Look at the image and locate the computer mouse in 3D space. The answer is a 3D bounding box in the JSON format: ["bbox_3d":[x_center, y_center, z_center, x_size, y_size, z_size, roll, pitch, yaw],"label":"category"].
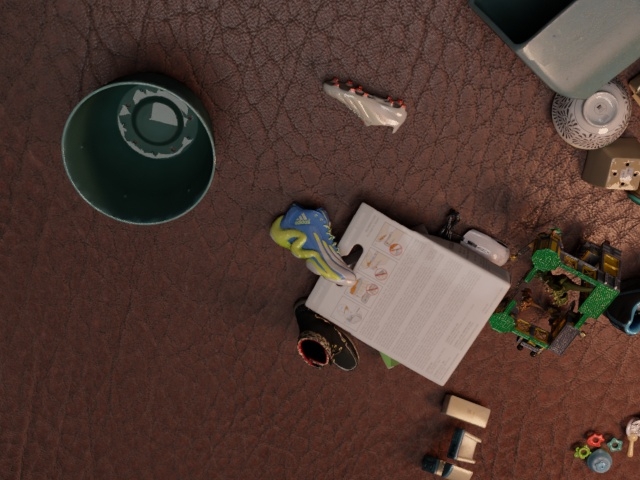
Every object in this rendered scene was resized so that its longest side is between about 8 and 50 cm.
[{"bbox_3d":[0.368,0.010,1.812,0.193,0.042,0.106,23,102,-14],"label":"computer mouse"}]

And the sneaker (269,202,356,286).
[{"bbox_3d":[0.000,0.000,1.738,0.240,0.091,0.126,34,100,14],"label":"sneaker"}]

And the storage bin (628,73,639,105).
[{"bbox_3d":[0.846,-0.311,1.634,0.262,0.123,0.260,-40,111,16],"label":"storage bin"}]

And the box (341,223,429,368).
[{"bbox_3d":[0.206,0.141,1.870,0.232,0.058,0.322,-23,113,9],"label":"box"}]

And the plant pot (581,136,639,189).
[{"bbox_3d":[0.661,-0.165,1.713,0.109,0.096,0.108,3,116,-3],"label":"plant pot"}]

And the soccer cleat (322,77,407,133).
[{"bbox_3d":[0.092,-0.287,1.653,0.196,0.068,0.076,17,117,-13],"label":"soccer cleat"}]

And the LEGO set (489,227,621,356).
[{"bbox_3d":[0.557,0.100,1.820,0.255,0.192,0.331,20,129,9],"label":"LEGO set"}]

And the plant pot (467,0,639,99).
[{"bbox_3d":[0.490,-0.426,1.511,0.248,0.247,0.252,-40,129,16],"label":"plant pot"}]

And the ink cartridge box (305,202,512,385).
[{"bbox_3d":[0.201,0.119,1.802,0.385,0.091,0.308,30,112,4],"label":"ink cartridge box"}]

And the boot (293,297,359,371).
[{"bbox_3d":[0.015,0.267,1.854,0.085,0.178,0.236,-33,112,13],"label":"boot"}]

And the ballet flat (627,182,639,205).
[{"bbox_3d":[0.864,-0.051,1.734,0.342,0.116,0.124,39,101,8],"label":"ballet flat"}]

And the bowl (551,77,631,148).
[{"bbox_3d":[0.587,-0.278,1.637,0.170,0.080,0.170,1,98,5],"label":"bowl"}]

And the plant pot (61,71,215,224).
[{"bbox_3d":[-0.354,-0.213,1.578,0.293,0.235,0.292,-1,116,-2],"label":"plant pot"}]

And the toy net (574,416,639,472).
[{"bbox_3d":[0.810,0.540,2.095,0.122,0.045,0.232,45,105,-5],"label":"toy net"}]

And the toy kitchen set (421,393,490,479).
[{"bbox_3d":[0.337,0.527,2.060,0.122,0.166,0.207,23,76,-13],"label":"toy kitchen set"}]

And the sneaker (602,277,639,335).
[{"bbox_3d":[0.846,0.115,1.832,0.341,0.139,0.125,-36,109,13],"label":"sneaker"}]
